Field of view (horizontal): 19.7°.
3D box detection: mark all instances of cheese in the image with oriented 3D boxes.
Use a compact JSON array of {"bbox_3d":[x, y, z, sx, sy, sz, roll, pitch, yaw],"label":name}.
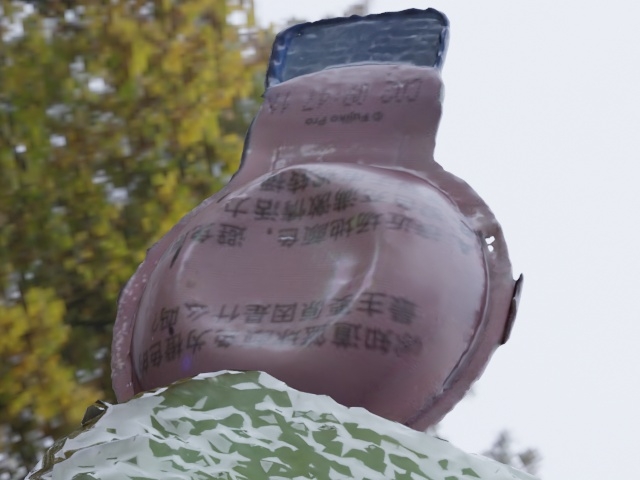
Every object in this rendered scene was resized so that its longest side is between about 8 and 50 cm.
[{"bbox_3d":[0.000,0.000,0.816,0.189,0.286,0.074,-5,-41,17],"label":"cheese"}]

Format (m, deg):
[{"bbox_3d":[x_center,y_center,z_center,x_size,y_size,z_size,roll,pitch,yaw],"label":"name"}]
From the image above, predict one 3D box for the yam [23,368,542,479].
[{"bbox_3d":[0.002,0.174,0.458,0.202,0.201,0.271,16,-51,8],"label":"yam"}]
